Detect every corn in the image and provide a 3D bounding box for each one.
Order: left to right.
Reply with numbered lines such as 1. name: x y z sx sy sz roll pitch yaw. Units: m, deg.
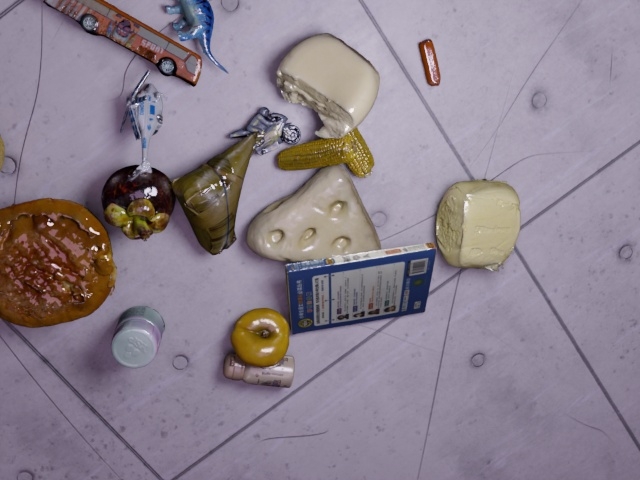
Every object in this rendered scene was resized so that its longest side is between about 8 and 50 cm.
1. corn: -0.011 -0.240 1.748 0.230 0.080 0.080 -6 108 23
2. corn: 0.081 -0.279 1.784 0.080 0.080 0.238 -31 109 0

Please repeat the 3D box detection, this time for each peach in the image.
1. peach: -0.174 0.282 1.855 0.179 0.103 0.179 5 60 -9

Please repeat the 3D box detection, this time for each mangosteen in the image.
1. mangosteen: -0.476 -0.091 1.672 0.192 0.217 0.192 -11 134 -11

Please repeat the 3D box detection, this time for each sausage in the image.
1. sausage: 0.309 -0.497 1.783 0.041 0.039 0.131 -19 106 -6

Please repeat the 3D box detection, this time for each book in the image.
1. book: 0.114 0.145 1.848 0.427 0.039 0.300 -8 137 -8

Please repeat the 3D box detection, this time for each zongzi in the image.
1. zongzi: -0.242 -0.127 1.749 0.289 0.123 0.260 -38 138 -20

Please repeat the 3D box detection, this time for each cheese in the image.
1. cheese: 0.000 0.000 1.820 0.351 0.130 0.328 -35 111 5
2. cheese: 0.021 -0.412 1.676 0.266 0.127 0.233 37 80 6

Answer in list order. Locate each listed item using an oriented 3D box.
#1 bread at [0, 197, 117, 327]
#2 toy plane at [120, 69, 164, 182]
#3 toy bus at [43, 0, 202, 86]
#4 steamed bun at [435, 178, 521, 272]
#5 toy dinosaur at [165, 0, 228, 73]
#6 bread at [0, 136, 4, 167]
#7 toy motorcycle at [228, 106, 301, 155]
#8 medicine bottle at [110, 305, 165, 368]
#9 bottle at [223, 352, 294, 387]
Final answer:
1. bread: -0.717 0.045 1.679 0.358 0.204 0.337 -11 109 -2
2. toy plane: -0.443 -0.289 1.634 0.107 0.273 0.182 9 139 -38
3. toy bus: -0.490 -0.524 1.620 0.408 0.093 0.092 27 97 -16
4. steamed bun: 0.458 -0.049 1.865 0.231 0.166 0.273 -7 112 -20
5. toy dinosaur: -0.336 -0.587 1.639 0.144 0.076 0.329 -11 96 -13
6. bread: -0.903 -0.222 1.591 0.197 0.170 0.197 -2 104 -7
7. toy motorcycle: -0.156 -0.302 1.749 0.193 0.061 0.124 -18 104 -4
8. medicine bottle: -0.513 0.270 1.786 0.135 0.168 0.135 -2 105 -9
9. bottle: -0.189 0.388 1.913 0.209 0.097 0.110 8 146 -10
